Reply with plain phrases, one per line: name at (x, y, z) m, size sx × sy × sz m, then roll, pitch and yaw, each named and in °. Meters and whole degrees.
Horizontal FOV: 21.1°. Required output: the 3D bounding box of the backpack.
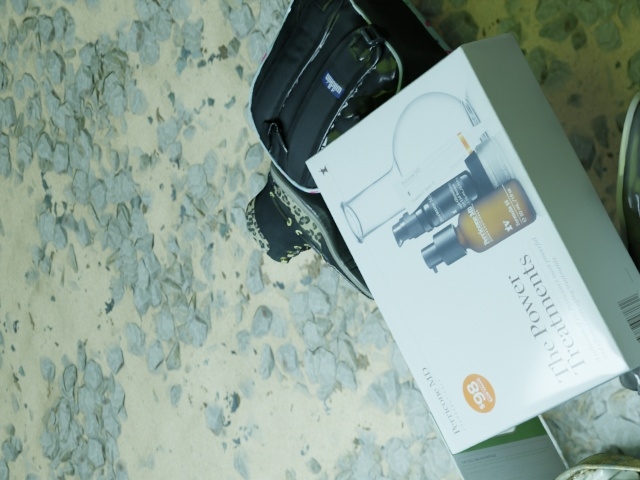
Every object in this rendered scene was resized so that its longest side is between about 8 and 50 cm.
backpack at (0.036, -0.186, 2.102) m, size 0.225 × 0.191 × 0.253 m, roll 53°, pitch 124°, yaw 28°

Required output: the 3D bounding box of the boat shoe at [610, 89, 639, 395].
boat shoe at (0.370, 0.007, 1.823) m, size 0.095 × 0.112 × 0.335 m, roll 9°, pitch 107°, yaw 30°

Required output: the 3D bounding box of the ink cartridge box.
ink cartridge box at (0.221, 0.296, 1.963) m, size 0.056 × 0.171 × 0.235 m, roll -51°, pitch 58°, yaw 39°

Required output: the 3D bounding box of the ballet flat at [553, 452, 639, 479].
ballet flat at (0.383, 0.295, 1.824) m, size 0.348 × 0.123 × 0.123 m, roll 4°, pitch 97°, yaw 48°

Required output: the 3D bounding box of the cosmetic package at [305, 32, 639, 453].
cosmetic package at (0.174, 0.009, 1.867) m, size 0.284 × 0.097 × 0.377 m, roll -36°, pitch 78°, yaw 47°

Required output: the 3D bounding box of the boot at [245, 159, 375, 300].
boot at (0.001, -0.002, 2.253) m, size 0.236 × 0.085 × 0.178 m, roll 51°, pitch 152°, yaw 5°
